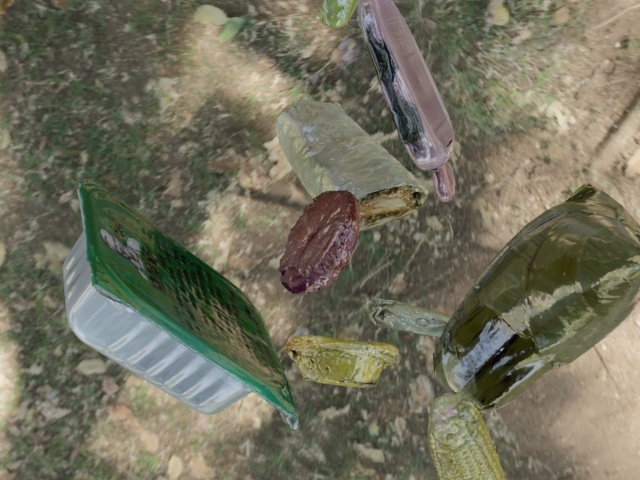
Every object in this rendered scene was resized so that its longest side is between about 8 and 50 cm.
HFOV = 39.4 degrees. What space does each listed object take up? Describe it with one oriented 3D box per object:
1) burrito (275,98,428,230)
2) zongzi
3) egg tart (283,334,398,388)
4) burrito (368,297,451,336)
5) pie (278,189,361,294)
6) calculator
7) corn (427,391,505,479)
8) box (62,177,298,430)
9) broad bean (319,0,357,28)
[{"bbox_3d":[0.036,-0.119,1.440,0.143,0.299,0.105,-37,139,-2],"label":"burrito"},{"bbox_3d":[0.255,0.096,1.034,0.160,0.360,0.323,39,103,2],"label":"zongzi"},{"bbox_3d":[0.031,0.195,1.435,0.191,0.191,0.074,6,79,5],"label":"egg tart"},{"bbox_3d":[0.147,0.123,1.402,0.149,0.055,0.041,10,121,13],"label":"burrito"},{"bbox_3d":[0.000,0.000,1.109,0.036,0.154,0.154,30,107,-24],"label":"pie"},{"bbox_3d":[0.068,-0.108,0.658,0.024,0.103,0.166,-21,100,21],"label":"calculator"},{"bbox_3d":[0.188,0.294,1.085,0.086,0.087,0.288,-16,125,10],"label":"corn"},{"bbox_3d":[-0.192,0.096,1.102,0.106,0.264,0.336,-44,123,10],"label":"box"},{"bbox_3d":[0.030,-0.368,1.384,0.045,0.063,0.083,51,128,38],"label":"broad bean"}]
